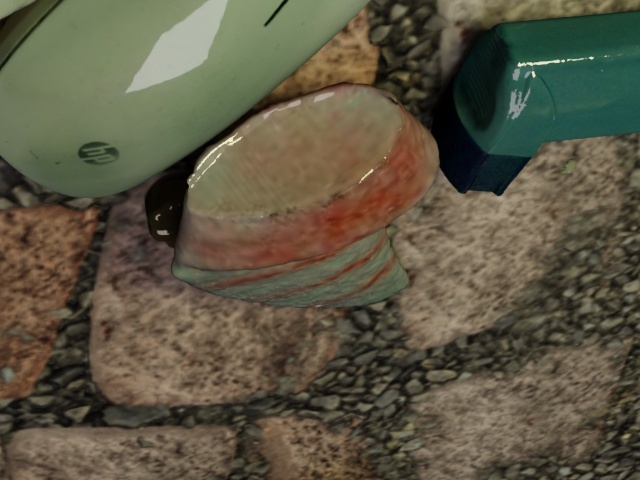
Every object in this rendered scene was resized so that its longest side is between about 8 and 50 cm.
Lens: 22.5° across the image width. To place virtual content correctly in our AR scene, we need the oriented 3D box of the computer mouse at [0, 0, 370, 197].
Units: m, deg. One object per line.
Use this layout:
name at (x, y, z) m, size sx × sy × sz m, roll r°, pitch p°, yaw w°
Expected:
computer mouse at (-0.084, -0.124, 0.996) m, size 0.288 × 0.097 × 0.159 m, roll -31°, pitch 137°, yaw 17°

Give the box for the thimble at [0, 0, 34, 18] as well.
thimble at (-0.195, -0.211, 0.795) m, size 0.211 × 0.185 × 0.149 m, roll -29°, pitch 159°, yaw -46°

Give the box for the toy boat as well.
toy boat at (0.000, 0.000, 1.182) m, size 0.206 × 0.096 × 0.282 m, roll -29°, pitch 157°, yaw -1°

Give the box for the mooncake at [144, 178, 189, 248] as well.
mooncake at (-0.238, 0.034, 1.166) m, size 0.346 × 0.057 × 0.150 m, roll -37°, pitch 125°, yaw 13°

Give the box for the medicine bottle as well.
medicine bottle at (0.209, -0.108, 1.136) m, size 0.258 × 0.079 × 0.124 m, roll -8°, pitch 141°, yaw -12°
